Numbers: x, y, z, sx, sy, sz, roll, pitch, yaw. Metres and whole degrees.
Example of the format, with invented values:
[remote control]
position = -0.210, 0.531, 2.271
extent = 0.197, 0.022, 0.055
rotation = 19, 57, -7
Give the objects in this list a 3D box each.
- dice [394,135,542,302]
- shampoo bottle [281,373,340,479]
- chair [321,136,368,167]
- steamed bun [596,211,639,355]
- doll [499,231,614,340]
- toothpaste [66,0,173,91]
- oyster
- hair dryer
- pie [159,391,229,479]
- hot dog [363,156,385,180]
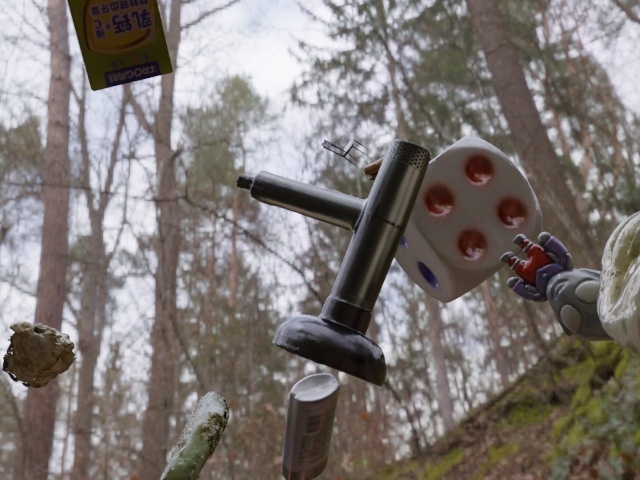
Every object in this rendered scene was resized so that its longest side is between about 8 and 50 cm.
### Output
[dice]
position = 0.275, -0.045, 1.895
extent = 0.259, 0.251, 0.243
rotation = -37, -3, -16
[shampoo bottle]
position = -0.018, 0.320, 1.588
extent = 0.086, 0.056, 0.227
rotation = -18, -43, -25
[chair]
position = 0.048, -0.177, 1.788
extent = 0.086, 0.037, 0.042
rotation = 27, -61, -11
[steamed bun]
position = 0.473, 0.057, 0.939
extent = 0.346, 0.394, 0.238
rotation = 19, -72, -22
[doll]
position = 0.347, 0.075, 1.267
extent = 0.102, 0.227, 0.075
rotation = -57, -20, 22
[toothpaste]
position = -0.269, -0.352, 1.154
extent = 0.110, 0.077, 0.328
rotation = -16, -57, -13
[oyster]
position = -0.568, 0.231, 1.879
extent = 0.163, 0.081, 0.191
rotation = -28, -52, 7
[hair dryer]
position = 0.004, 0.020, 1.304
extent = 0.284, 0.320, 0.155
rotation = 2, -18, 47
[pie]
position = -0.277, 0.464, 1.876
extent = 0.078, 0.371, 0.296
rotation = 27, -26, -1
[hot dog]
position = 0.112, -0.130, 1.622
extent = 0.083, 0.021, 0.037
rotation = -20, -46, 22
